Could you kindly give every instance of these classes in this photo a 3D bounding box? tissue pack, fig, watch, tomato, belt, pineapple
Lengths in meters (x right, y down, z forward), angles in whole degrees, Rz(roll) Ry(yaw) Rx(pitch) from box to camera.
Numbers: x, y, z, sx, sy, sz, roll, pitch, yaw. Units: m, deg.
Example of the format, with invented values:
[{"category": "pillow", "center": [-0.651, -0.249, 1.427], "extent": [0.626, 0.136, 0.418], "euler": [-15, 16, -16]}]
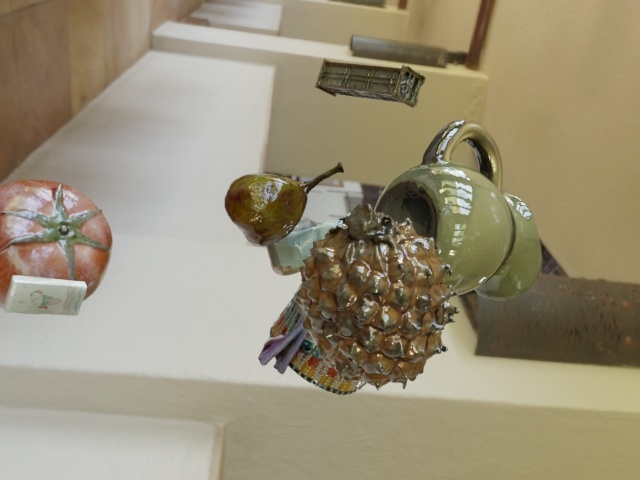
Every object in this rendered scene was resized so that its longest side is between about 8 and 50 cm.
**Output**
[{"category": "tissue pack", "center": [-0.414, 0.085, 0.918], "extent": [0.023, 0.108, 0.056], "euler": [37, -68, 46]}, {"category": "fig", "center": [-0.082, -0.088, 1.464], "extent": [0.190, 0.291, 0.190], "euler": [-6, 90, -84]}, {"category": "watch", "center": [0.000, 0.000, 1.715], "extent": [0.253, 0.241, 0.161], "euler": [-22, 99, -48]}, {"category": "tomato", "center": [-0.549, 0.018, 1.173], "extent": [0.265, 0.265, 0.264], "euler": [-174, -90, -84]}, {"category": "belt", "center": [0.022, 0.171, 1.107], "extent": [0.160, 0.207, 0.295], "euler": [-59, 178, 17]}, {"category": "pineapple", "center": [0.055, 0.047, 0.611], "extent": [0.166, 0.166, 0.193], "euler": [-93, 173, -57]}]

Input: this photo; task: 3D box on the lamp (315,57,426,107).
[{"category": "lamp", "center": [0.126, -0.429, 1.643], "extent": [0.325, 0.090, 0.089], "euler": [21, -85, 45]}]

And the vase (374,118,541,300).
[{"category": "vase", "center": [0.261, -0.057, 1.111], "extent": [0.241, 0.302, 0.329], "euler": [5, -91, 52]}]
